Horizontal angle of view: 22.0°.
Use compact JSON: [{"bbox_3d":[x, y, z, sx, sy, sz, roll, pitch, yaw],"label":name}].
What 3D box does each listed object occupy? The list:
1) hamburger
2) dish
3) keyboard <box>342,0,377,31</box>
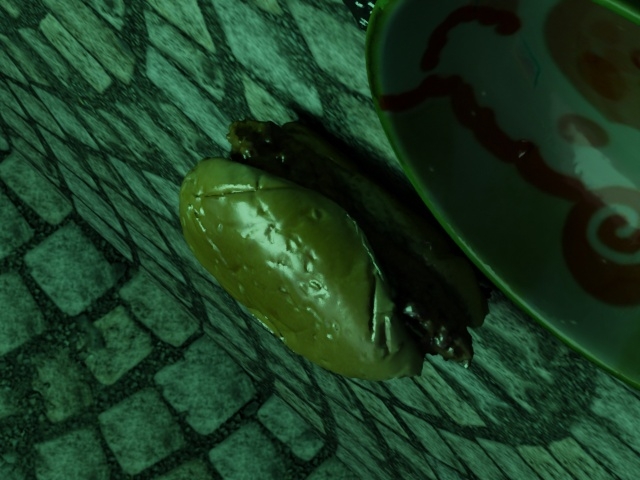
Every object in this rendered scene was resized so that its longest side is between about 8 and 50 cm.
[{"bbox_3d":[0.000,0.000,1.454,0.282,0.155,0.245,8,134,59],"label":"hamburger"},{"bbox_3d":[0.184,-0.055,0.864,0.324,0.124,0.324,36,157,18],"label":"dish"},{"bbox_3d":[0.038,-0.195,1.056,0.106,0.016,0.262,38,164,24],"label":"keyboard"}]
